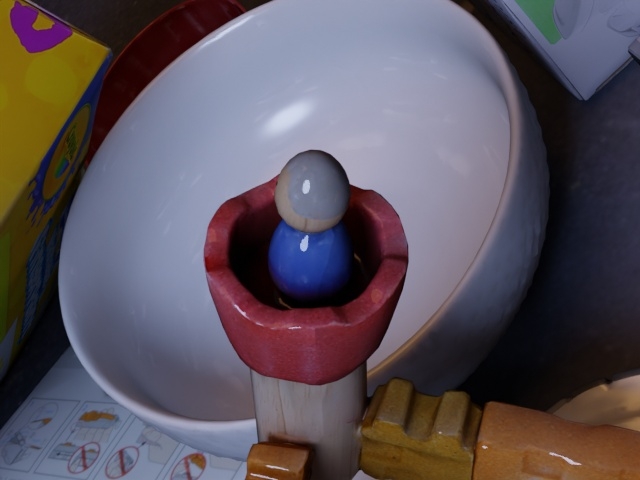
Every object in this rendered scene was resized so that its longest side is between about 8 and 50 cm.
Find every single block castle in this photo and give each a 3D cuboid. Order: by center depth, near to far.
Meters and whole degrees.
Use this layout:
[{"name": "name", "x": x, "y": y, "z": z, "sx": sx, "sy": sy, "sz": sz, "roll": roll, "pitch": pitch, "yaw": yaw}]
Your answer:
[{"name": "block castle", "x": 0.052, "y": 0.186, "z": 0.441, "sx": 0.303, "sy": 0.213, "sz": 0.453, "roll": 11, "pitch": 49, "yaw": 11}]

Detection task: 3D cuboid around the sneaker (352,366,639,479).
[{"name": "sneaker", "x": 0.102, "y": 0.165, "z": 0.729, "sx": 0.297, "sy": 0.111, "sz": 0.129, "roll": -24, "pitch": 53, "yaw": 29}]

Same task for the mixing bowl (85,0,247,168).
[{"name": "mixing bowl", "x": -0.097, "y": -0.099, "z": 1.107, "sx": 0.181, "sy": 0.098, "sz": 0.181, "roll": -24, "pitch": 47, "yaw": 29}]

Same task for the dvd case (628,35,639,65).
[{"name": "dvd case", "x": 0.326, "y": -0.155, "z": 0.816, "sx": 0.238, "sy": 0.029, "sz": 0.179, "roll": -44, "pitch": 41, "yaw": 9}]

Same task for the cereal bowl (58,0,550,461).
[{"name": "cereal bowl", "x": 0.000, "y": 0.000, "z": 0.895, "sx": 0.339, "sy": 0.141, "sz": 0.339, "roll": -17, "pitch": 50, "yaw": 21}]

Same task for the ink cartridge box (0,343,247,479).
[{"name": "ink cartridge box", "x": -0.171, "y": 0.241, "z": 0.963, "sx": 0.308, "sy": 0.091, "sz": 0.385, "roll": -2, "pitch": 43, "yaw": 42}]

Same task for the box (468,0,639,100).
[{"name": "box", "x": 0.198, "y": -0.266, "z": 0.945, "sx": 0.262, "sy": 0.127, "sz": 0.231, "roll": -43, "pitch": 39, "yaw": 8}]

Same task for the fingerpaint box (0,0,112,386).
[{"name": "fingerpaint box", "x": -0.319, "y": 0.067, "z": 0.929, "sx": 0.371, "sy": 0.163, "sz": 0.445, "roll": -63, "pitch": 3, "yaw": -23}]
